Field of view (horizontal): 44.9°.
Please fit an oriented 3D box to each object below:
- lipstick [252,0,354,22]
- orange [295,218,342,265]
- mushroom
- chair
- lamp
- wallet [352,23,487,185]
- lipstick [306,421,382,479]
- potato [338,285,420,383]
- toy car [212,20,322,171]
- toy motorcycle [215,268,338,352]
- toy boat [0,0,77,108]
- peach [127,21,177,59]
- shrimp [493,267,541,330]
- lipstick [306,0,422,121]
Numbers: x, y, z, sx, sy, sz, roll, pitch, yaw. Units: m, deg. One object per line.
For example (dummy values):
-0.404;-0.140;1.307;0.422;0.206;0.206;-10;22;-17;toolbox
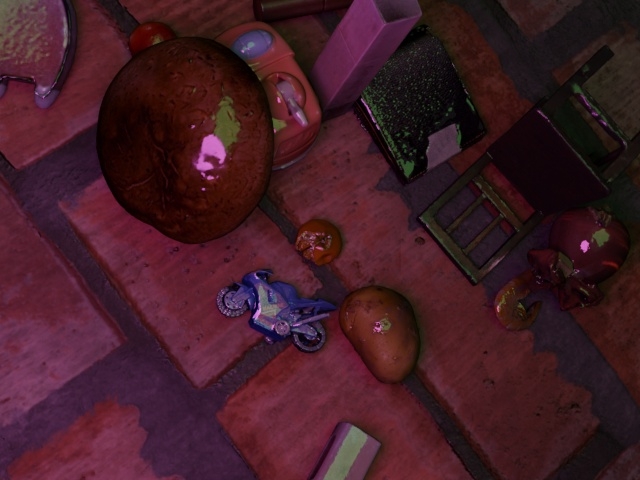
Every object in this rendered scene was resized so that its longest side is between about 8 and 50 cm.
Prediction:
0.040;-0.485;1.531;0.357;0.057;0.057;-17;81;-19;lipstick
0.000;0.000;1.387;0.086;0.062;0.086;5;73;-18;orange
-0.217;-0.157;1.225;0.345;0.345;0.239;44;29;-2;mushroom
0.411;-0.134;1.449;0.416;0.240;0.203;-43;93;-22;chair
0.500;0.018;1.471;0.215;0.151;0.223;32;58;-34;lamp
0.182;-0.267;1.513;0.221;0.071;0.262;-31;93;-22;wallet
0.005;0.426;1.267;0.077;0.079;0.253;33;70;-6;lipstick
0.110;0.158;1.345;0.137;0.137;0.176;-37;90;-22;potato
-0.109;-0.259;1.342;0.180;0.212;0.270;-32;86;-21;toy car
-0.075;0.114;1.333;0.205;0.076;0.114;26;63;-9;toy motorcycle
-0.496;-0.341;1.333;0.155;0.085;0.227;8;85;-6;toy boat
-0.297;-0.352;1.392;0.098;0.061;0.098;7;70;-21;peach
0.396;0.111;1.484;0.162;0.045;0.095;-32;85;-27;shrimp
0.056;-0.312;1.320;0.076;0.371;0.079;-20;82;-21;lipstick
